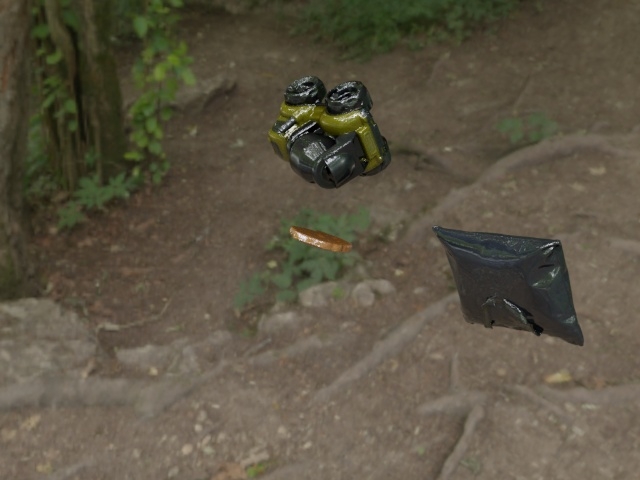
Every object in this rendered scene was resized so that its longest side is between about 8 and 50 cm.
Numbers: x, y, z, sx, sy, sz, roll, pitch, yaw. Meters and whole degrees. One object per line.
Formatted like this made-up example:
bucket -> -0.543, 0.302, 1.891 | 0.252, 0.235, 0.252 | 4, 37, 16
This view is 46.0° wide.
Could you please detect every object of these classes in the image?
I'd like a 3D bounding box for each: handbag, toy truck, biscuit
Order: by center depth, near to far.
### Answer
toy truck -> -0.003, -0.166, 1.239 | 0.165, 0.147, 0.224 | -42, 39, -21
handbag -> 0.315, 0.076, 1.277 | 0.089, 0.211, 0.254 | -38, 29, -31
biscuit -> 0.000, 0.000, 1.323 | 0.102, 0.019, 0.130 | 23, 8, 34
